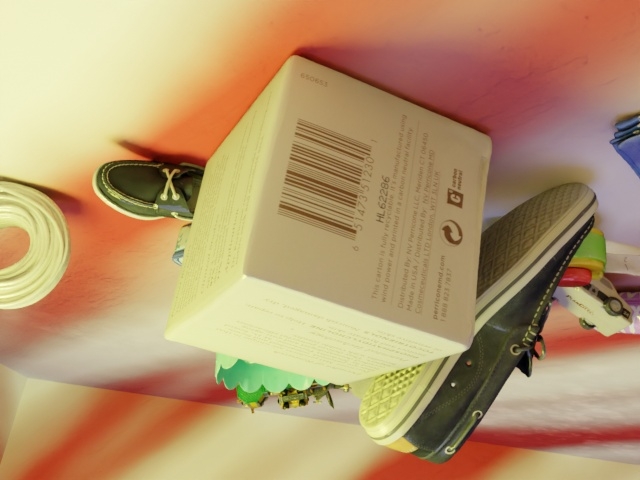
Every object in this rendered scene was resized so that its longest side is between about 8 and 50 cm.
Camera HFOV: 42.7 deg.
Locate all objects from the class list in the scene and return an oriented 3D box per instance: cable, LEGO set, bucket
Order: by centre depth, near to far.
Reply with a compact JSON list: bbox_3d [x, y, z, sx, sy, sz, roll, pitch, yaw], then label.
[{"bbox_3d":[-0.626,0.011,1.619,0.257,0.257,0.089,12,163,-5],"label":"cable"},{"bbox_3d":[-0.086,0.193,1.679,0.281,0.183,0.281,-4,158,-2],"label":"bucket"},{"bbox_3d":[-0.091,0.250,1.908,0.255,0.331,0.192,-18,157,-2],"label":"LEGO set"}]

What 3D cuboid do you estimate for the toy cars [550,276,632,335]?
[{"bbox_3d":[0.587,0.111,1.498,0.393,0.087,0.176,13,145,34],"label":"toy cars"}]

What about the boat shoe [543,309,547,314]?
[{"bbox_3d":[0.361,0.060,1.497,0.095,0.079,0.254,-7,132,36],"label":"boat shoe"}]

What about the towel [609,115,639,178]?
[{"bbox_3d":[0.579,-0.117,1.063,0.336,0.040,0.243,-9,152,38],"label":"towel"}]

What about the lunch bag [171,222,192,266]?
[{"bbox_3d":[-0.187,0.038,1.712,0.219,0.090,0.176,29,154,-35],"label":"lunch bag"}]

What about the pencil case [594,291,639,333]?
[{"bbox_3d":[0.626,0.136,1.582,0.206,0.086,0.088,-7,148,37],"label":"pencil case"}]

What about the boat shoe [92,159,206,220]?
[{"bbox_3d":[-0.236,-0.086,1.419,0.302,0.114,0.091,9,162,-29],"label":"boat shoe"}]

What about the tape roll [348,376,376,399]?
[{"bbox_3d":[0.154,0.286,1.976,0.072,0.219,0.219,22,155,-26],"label":"tape roll"}]

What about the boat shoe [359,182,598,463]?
[{"bbox_3d":[0.263,0.127,1.254,0.156,0.500,0.187,38,178,-15],"label":"boat shoe"}]

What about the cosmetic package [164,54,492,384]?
[{"bbox_3d":[0.000,0.000,1.220,0.327,0.329,0.393,18,157,-19],"label":"cosmetic package"}]

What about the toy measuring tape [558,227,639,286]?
[{"bbox_3d":[0.475,0.024,1.365,0.330,0.121,0.121,5,158,-8],"label":"toy measuring tape"}]
